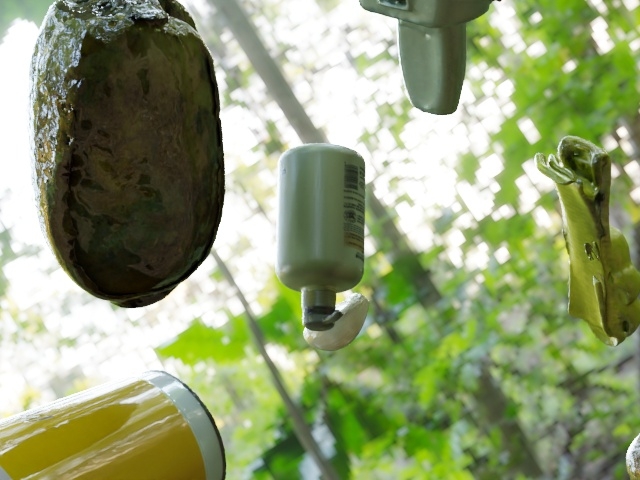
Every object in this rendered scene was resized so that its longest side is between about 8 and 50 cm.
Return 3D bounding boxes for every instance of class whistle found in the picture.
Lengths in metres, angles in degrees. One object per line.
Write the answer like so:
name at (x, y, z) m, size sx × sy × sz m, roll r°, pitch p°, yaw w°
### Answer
whistle at (0.074, -0.199, 1.059) m, size 0.106 × 0.102 × 0.253 m, roll -16°, pitch -57°, yaw -17°

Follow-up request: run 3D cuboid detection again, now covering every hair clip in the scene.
hair clip at (0.193, 0.005, 1.130) m, size 0.046 × 0.072 × 0.173 m, roll -31°, pitch -55°, yaw -15°

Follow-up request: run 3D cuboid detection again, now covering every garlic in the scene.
garlic at (0.020, 0.092, 1.727) m, size 0.083 × 0.041 × 0.053 m, roll -39°, pitch 18°, yaw 4°

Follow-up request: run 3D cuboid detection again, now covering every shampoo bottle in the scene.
shampoo bottle at (0.000, 0.000, 1.386) m, size 0.079 × 0.162 × 0.079 m, roll 1°, pitch -16°, yaw 0°

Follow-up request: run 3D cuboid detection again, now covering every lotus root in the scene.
lotus root at (-0.161, -0.077, 1.277) m, size 0.160 × 0.152 × 0.275 m, roll -16°, pitch -56°, yaw -26°

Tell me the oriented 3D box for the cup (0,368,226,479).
cup at (-0.221, 0.216, 1.301) m, size 0.280 × 0.196 × 0.196 m, roll -26°, pitch -14°, yaw -41°

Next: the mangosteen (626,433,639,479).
mangosteen at (0.380, 0.237, 1.499) m, size 0.217 × 0.192 × 0.192 m, roll -45°, pitch -5°, yaw -29°
